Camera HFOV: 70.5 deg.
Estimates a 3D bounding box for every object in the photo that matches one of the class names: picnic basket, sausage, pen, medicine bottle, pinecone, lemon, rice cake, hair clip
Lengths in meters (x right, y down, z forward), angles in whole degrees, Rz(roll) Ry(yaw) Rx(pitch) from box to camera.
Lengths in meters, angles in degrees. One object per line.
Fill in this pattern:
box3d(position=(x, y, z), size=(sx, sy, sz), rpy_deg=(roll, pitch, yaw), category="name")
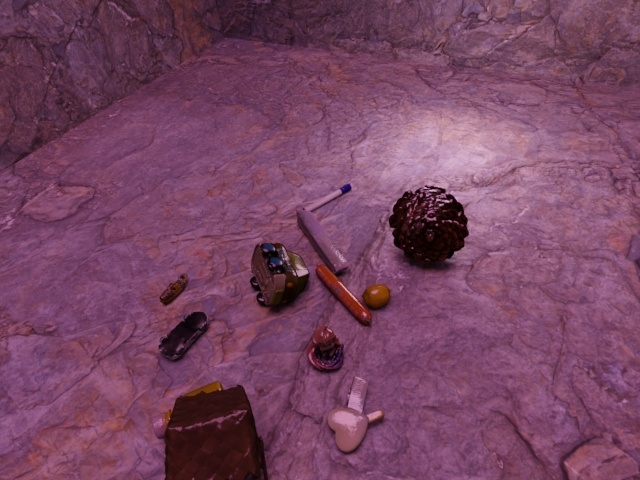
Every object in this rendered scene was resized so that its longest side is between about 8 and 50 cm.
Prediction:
box3d(position=(-0.270, 0.565, 1.168), size=(0.255, 0.320, 0.291), rpy_deg=(-6, -1, -11), category="picnic basket")
box3d(position=(0.078, 0.191, 1.672), size=(0.053, 0.053, 0.348), rpy_deg=(-27, 47, -20), category="sausage")
box3d(position=(0.033, -0.194, 2.093), size=(0.269, 0.033, 0.033), rpy_deg=(-30, 48, -23), category="pen")
box3d(position=(-0.384, 0.515, 1.348), size=(0.213, 0.121, 0.121), rpy_deg=(-20, 45, -12), category="medicine bottle")
box3d(position=(0.416, -0.065, 1.759), size=(0.299, 0.242, 0.295), rpy_deg=(11, 49, 10), category="pinecone")
box3d(position=(0.206, 0.197, 1.628), size=(0.111, 0.082, 0.082), rpy_deg=(-14, 44, -13), category="lemon")
box3d(position=(0.000, 0.001, 1.874), size=(0.070, 0.064, 0.399), rpy_deg=(-14, 43, -21), category="rice cake")
box3d(position=(0.106, 0.512, 1.331), size=(0.159, 0.071, 0.218), rpy_deg=(9, 50, 13), category="hair clip")

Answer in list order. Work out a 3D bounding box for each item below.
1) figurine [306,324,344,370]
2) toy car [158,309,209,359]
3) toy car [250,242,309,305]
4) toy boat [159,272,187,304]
box3d(position=(0.010, 0.337, 1.473), size=(0.126, 0.156, 0.114), rpy_deg=(-16, 23, -2), category="figurine")
box3d(position=(-0.477, 0.331, 1.599), size=(0.096, 0.056, 0.205), rpy_deg=(20, 47, 26), category="toy car")
box3d(position=(-0.142, 0.121, 1.708), size=(0.198, 0.204, 0.247), rpy_deg=(-2, 40, -29), category="toy car")
box3d(position=(-0.568, 0.187, 1.765), size=(0.047, 0.048, 0.149), rpy_deg=(15, 48, 23), category="toy boat")
